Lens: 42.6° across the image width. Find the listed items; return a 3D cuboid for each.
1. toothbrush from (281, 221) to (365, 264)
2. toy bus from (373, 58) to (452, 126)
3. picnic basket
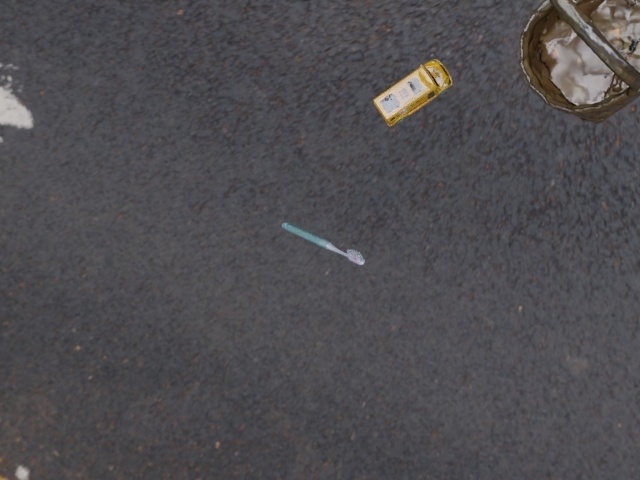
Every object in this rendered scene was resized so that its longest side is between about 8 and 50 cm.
[{"bbox_3d":[0.000,0.000,1.020,0.167,0.011,0.014,25,144,49],"label":"toothbrush"},{"bbox_3d":[0.191,-0.309,1.695,0.162,0.074,0.070,-34,82,9],"label":"toy bus"},{"bbox_3d":[0.532,-0.403,1.586,0.337,0.337,0.293,-41,69,27],"label":"picnic basket"}]
